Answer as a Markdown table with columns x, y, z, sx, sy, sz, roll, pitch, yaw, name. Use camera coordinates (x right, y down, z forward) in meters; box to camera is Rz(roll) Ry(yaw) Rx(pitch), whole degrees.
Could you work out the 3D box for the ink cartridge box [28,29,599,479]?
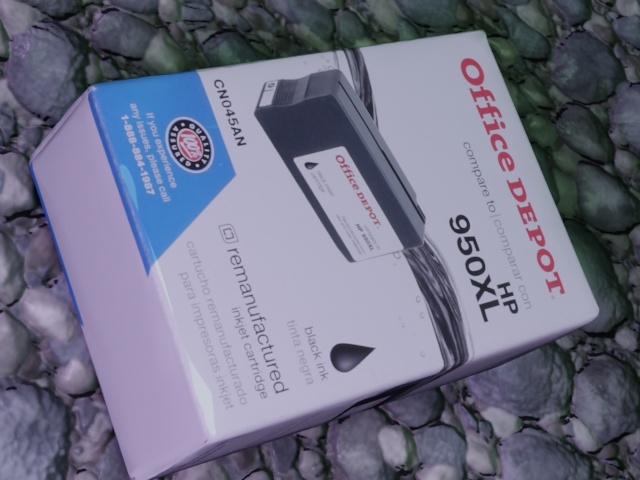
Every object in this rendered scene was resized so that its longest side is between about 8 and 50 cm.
| x | y | z | sx | sy | sz | roll | pitch | yaw | name |
| --- | --- | --- | --- | --- | --- | --- | --- | --- | --- |
| 0.000 | 0.000 | 1.153 | 0.395 | 0.166 | 0.285 | -14 | 78 | -33 | ink cartridge box |
